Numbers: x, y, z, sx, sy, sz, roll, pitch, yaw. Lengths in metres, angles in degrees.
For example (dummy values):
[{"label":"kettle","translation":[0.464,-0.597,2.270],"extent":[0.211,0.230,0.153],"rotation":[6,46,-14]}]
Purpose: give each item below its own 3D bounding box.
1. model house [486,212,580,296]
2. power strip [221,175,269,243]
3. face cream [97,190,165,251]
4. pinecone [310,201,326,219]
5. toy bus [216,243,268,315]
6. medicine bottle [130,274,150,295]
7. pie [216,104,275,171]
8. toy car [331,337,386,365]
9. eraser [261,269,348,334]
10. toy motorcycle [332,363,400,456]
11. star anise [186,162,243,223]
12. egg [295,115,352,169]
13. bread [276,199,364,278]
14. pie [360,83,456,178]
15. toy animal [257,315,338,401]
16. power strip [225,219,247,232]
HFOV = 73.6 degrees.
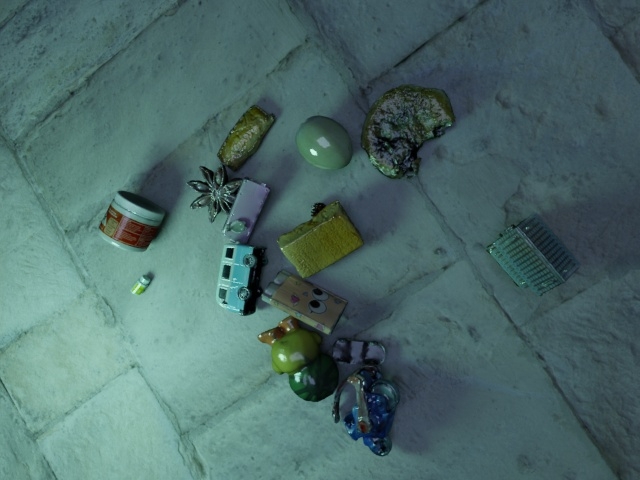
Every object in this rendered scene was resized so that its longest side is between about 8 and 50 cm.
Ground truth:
[{"label":"model house","translation":[0.704,0.046,1.433],"extent":[0.198,0.215,0.224],"rotation":[-38,83,10]},{"label":"power strip","translation":[-0.294,-0.115,1.669],"extent":[0.109,0.037,0.278],"rotation":[22,111,-14]},{"label":"face cream","translation":[-0.761,-0.075,1.727],"extent":[0.201,0.201,0.187],"rotation":[30,96,10]},{"label":"pinecone","translation":[-0.005,-0.105,1.645],"extent":[0.077,0.077,0.083],"rotation":[-34,66,9]},{"label":"toy bus","translation":[-0.317,0.147,1.676],"extent":[0.165,0.133,0.271],"rotation":[9,89,16]},{"label":"medicine bottle","translation":[-0.758,0.189,1.803],"extent":[0.047,0.047,0.083],"rotation":[43,98,8]},{"label":"pie","translation":[-0.299,-0.413,1.707],"extent":[0.129,0.068,0.282],"rotation":[38,93,8]},{"label":"toy car","translation":[0.145,0.423,1.621],"extent":[0.205,0.056,0.095],"rotation":[2,90,8]},{"label":"eraser","translation":[-0.061,0.234,1.617],"extent":[0.291,0.171,0.087],"rotation":[26,127,10]},{"label":"toy motorcycle","translation":[0.173,0.614,1.579],"extent":[0.241,0.182,0.318],"rotation":[28,116,53]},{"label":"star anise","translation":[-0.402,-0.194,1.700],"extent":[0.223,0.109,0.235],"rotation":[-3,111,3]},{"label":"egg","translation":[0.022,-0.350,1.583],"extent":[0.183,0.183,0.217],"rotation":[-44,75,8]},{"label":"bread","translation":[0.000,0.000,1.593],"extent":[0.275,0.114,0.184],"rotation":[-33,118,7]},{"label":"pie","translation":[0.312,-0.418,1.583],"extent":[0.296,0.078,0.371],"rotation":[39,98,10]},{"label":"toy animal","translation":[-0.071,0.443,1.591],"extent":[0.216,0.191,0.338],"rotation":[-36,79,-6]},{"label":"power strip","translation":[-0.328,-0.050,1.655],"extent":[0.083,0.035,0.055],"rotation":[-9,117,-4]}]
